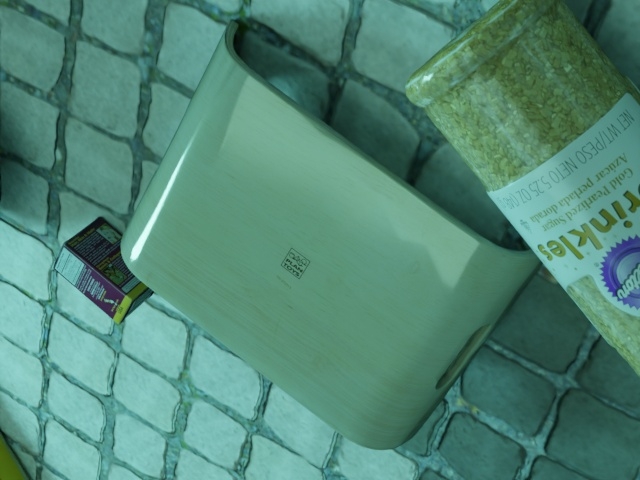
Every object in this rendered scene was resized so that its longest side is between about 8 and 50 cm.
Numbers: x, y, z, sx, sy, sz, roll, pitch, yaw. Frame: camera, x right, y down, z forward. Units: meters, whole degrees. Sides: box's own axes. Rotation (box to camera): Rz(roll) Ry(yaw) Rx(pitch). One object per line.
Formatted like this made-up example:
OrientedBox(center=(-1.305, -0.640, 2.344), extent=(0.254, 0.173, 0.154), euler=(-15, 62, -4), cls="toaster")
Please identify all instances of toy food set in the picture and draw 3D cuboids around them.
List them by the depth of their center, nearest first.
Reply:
OrientedBox(center=(0.000, 0.000, 1.007), extent=(0.306, 0.092, 0.219), euler=(36, 122, 7), cls="toy food set")

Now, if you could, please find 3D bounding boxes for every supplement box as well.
OrientedBox(center=(-0.196, 0.027, 1.172), extent=(0.083, 0.055, 0.043), euler=(40, 135, 6), cls="supplement box")

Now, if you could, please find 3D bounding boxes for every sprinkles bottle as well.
OrientedBox(center=(0.207, 0.000, 0.825), extent=(0.355, 0.121, 0.121), euler=(50, 134, -5), cls="sprinkles bottle")

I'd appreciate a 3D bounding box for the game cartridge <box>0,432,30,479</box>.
OrientedBox(center=(-0.505, 0.218, 1.524), extent=(0.285, 0.052, 0.323), euler=(-14, 112, 40), cls="game cartridge")
